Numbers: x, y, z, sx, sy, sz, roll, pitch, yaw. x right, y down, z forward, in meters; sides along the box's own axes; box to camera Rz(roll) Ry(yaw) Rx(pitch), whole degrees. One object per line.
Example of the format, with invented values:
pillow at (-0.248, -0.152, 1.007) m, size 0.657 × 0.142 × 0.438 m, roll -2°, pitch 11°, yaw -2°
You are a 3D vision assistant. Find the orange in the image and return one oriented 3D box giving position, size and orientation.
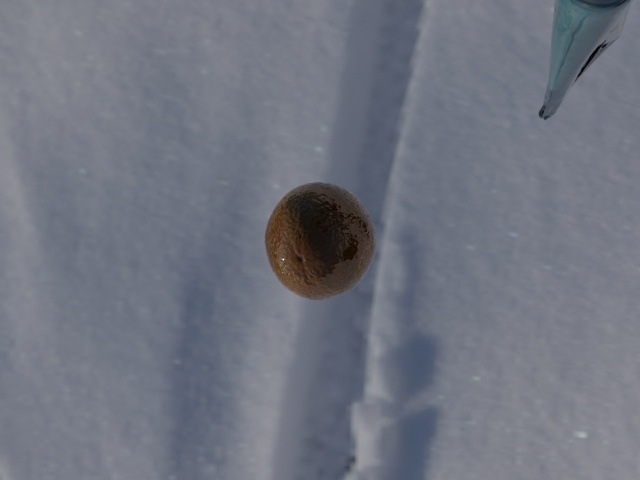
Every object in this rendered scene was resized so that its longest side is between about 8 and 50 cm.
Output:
orange at (0.000, 0.000, 1.222) m, size 0.085 × 0.085 × 0.085 m, roll -5°, pitch 81°, yaw 36°

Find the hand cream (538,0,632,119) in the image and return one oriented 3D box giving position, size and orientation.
hand cream at (0.166, -0.133, 1.132) m, size 0.048 × 0.224 × 0.083 m, roll 39°, pitch 84°, yaw 12°
